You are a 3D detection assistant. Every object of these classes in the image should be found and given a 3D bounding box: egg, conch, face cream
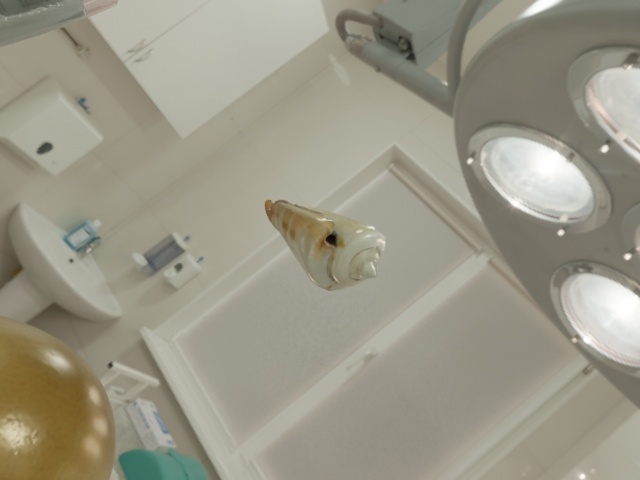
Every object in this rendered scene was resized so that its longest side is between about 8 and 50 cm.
[{"bbox_3d":[-0.363,0.191,0.508,0.322,0.250,0.250,31,2,-19],"label":"egg"},{"bbox_3d":[-0.002,0.012,0.899,0.158,0.127,0.255,8,10,-43],"label":"conch"},{"bbox_3d":[-0.328,-0.261,0.571,0.084,0.198,0.057,52,-32,-2],"label":"face cream"}]
